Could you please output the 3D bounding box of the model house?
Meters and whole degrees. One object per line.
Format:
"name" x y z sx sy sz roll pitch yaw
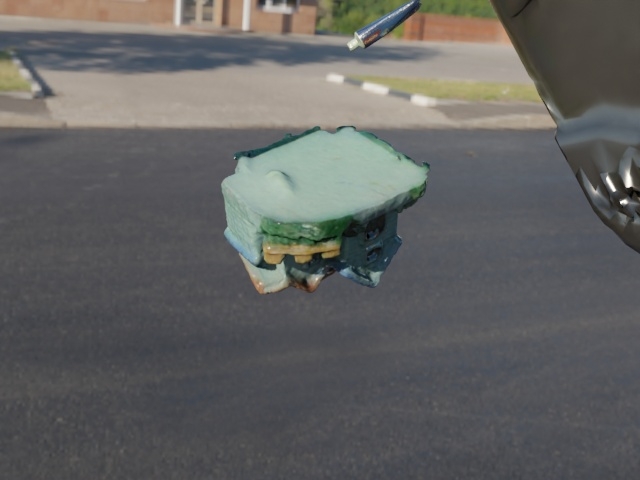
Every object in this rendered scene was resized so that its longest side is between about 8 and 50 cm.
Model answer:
"model house" 0.000 0.000 0.714 0.148 0.148 0.119 -28 48 -29

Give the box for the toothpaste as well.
"toothpaste" 0.063 -0.209 0.834 0.083 0.019 0.027 -32 -7 4

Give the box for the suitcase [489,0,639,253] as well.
"suitcase" 0.156 -0.216 0.299 0.194 0.433 0.283 -15 -15 -46
